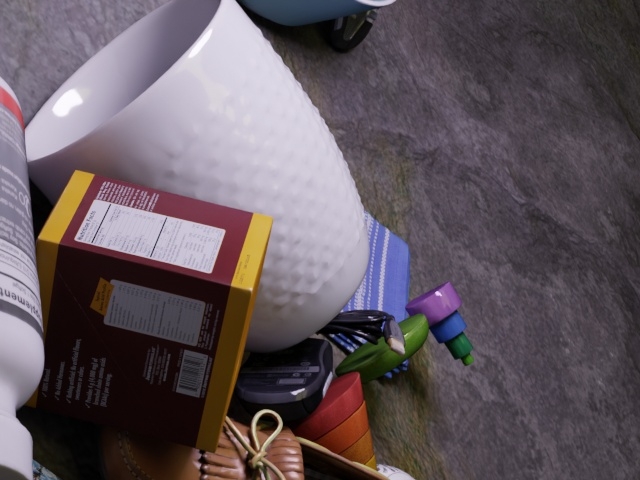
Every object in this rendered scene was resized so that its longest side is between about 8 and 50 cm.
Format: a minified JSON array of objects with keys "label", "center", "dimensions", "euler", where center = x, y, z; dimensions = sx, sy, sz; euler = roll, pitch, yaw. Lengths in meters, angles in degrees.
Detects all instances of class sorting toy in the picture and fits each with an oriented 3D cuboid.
[{"label":"sorting toy","center":[0.088,0.180,1.761],"dimensions":[0.126,0.127,0.365],"euler":[57,40,-4]}]

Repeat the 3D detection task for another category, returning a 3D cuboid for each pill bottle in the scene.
[{"label":"pill bottle","center":[-0.338,0.041,1.233],"dimensions":[0.210,0.210,0.363],"euler":[21,50,-45]}]

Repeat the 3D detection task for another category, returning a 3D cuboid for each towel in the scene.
[{"label":"towel","center":[0.000,0.000,1.895],"dimensions":[0.336,0.040,0.243],"euler":[40,37,-29]}]

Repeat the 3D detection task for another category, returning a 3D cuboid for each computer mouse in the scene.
[{"label":"computer mouse","center":[0.003,0.142,1.631],"dimensions":[0.262,0.184,0.060],"euler":[-88,175,-73]}]

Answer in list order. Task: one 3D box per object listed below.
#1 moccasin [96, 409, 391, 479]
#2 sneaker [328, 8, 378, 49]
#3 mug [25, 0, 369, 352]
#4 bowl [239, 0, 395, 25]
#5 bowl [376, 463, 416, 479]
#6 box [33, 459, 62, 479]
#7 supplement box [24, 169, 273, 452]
[{"label":"moccasin","center":[-0.057,0.246,1.512],"dimensions":[0.380,0.147,0.139],"euler":[30,45,-32]},{"label":"sneaker","center":[0.025,-0.395,2.207],"dimensions":[0.086,0.132,0.229],"euler":[25,81,-59]},{"label":"mug","center":[-0.110,-0.075,1.609],"dimensions":[0.328,0.276,0.374],"euler":[51,15,-23]},{"label":"bowl","center":[-0.043,-0.419,2.047],"dimensions":[0.311,0.163,0.312],"euler":[33,43,-36]},{"label":"bowl","center":[0.087,0.322,1.721],"dimensions":[0.170,0.080,0.170],"euler":[35,39,-34]},{"label":"box","center":[-0.283,0.229,1.331],"dimensions":[0.137,0.027,0.094],"euler":[42,35,-26]},{"label":"supplement box","center":[-0.164,0.065,1.388],"dimensions":[0.194,0.191,0.129],"euler":[14,32,0]}]
